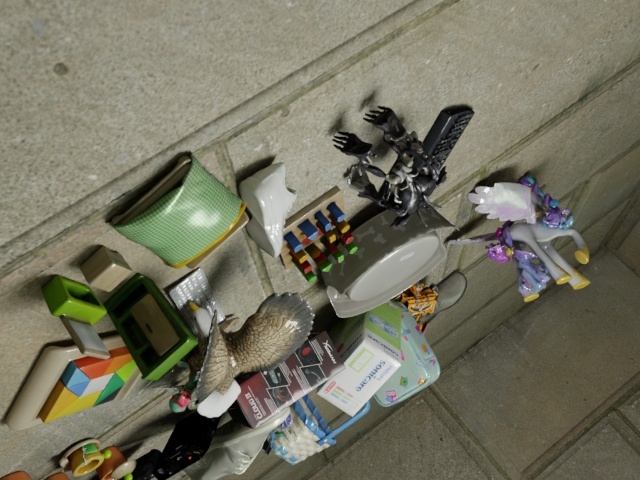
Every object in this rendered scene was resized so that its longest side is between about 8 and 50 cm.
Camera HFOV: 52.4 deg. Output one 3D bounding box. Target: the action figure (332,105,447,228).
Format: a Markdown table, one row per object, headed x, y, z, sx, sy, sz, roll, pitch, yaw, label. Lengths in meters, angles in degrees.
| x | y | z | sx | sy | sz | roll | pitch | yaw | label |
| --- | --- | --- | --- | --- | --- | --- | --- | --- | --- |
| 0.137 | -0.135 | 1.211 | 0.164 | 0.141 | 0.276 | -43 | 140 | 1 | action figure |

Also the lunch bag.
| x | y | z | sx | sy | sz | roll | pitch | yaw | label |
| --- | --- | --- | --- | --- | --- | --- | --- | --- | --- |
| 0.197 | 0.326 | 1.898 | 0.224 | 0.279 | 0.107 | -41 | 157 | 29 | lunch bag |

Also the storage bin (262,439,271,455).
| x | y | z | sx | sy | sz | roll | pitch | yaw | label |
| --- | --- | --- | --- | --- | --- | --- | --- | --- | --- |
| -0.156 | 0.559 | 1.960 | 0.135 | 0.091 | 0.098 | -53 | 170 | -42 | storage bin |

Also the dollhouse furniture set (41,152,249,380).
| x | y | z | sx | sy | sz | roll | pitch | yaw | label |
| --- | --- | --- | --- | --- | --- | --- | --- | --- | --- |
| -0.226 | 0.049 | 0.982 | 0.301 | 0.151 | 0.197 | -42 | 155 | 2 | dollhouse furniture set |

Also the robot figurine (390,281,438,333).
| x | y | z | sx | sy | sz | roll | pitch | yaw | label |
| --- | --- | --- | --- | --- | --- | --- | --- | --- | --- |
| 0.269 | 0.249 | 2.040 | 0.211 | 0.085 | 0.291 | -6 | 133 | -27 | robot figurine |

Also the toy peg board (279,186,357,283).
| x | y | z | sx | sy | sz | roll | pitch | yaw | label |
| --- | --- | --- | --- | --- | --- | --- | --- | --- | --- |
| 0.000 | 0.000 | 1.308 | 0.161 | 0.079 | 0.161 | -36 | 155 | -11 | toy peg board |

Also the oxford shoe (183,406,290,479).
| x | y | z | sx | sy | sz | roll | pitch | yaw | label |
| --- | --- | --- | --- | --- | --- | --- | --- | --- | --- |
| -0.214 | 0.539 | 1.711 | 0.449 | 0.130 | 0.169 | -39 | 173 | 35 | oxford shoe |

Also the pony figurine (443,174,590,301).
| x | y | z | sx | sy | sz | roll | pitch | yaw | label |
| --- | --- | --- | --- | --- | --- | --- | --- | --- | --- |
| 0.571 | -0.018 | 1.847 | 0.350 | 0.364 | 0.303 | -11 | 153 | -21 | pony figurine |

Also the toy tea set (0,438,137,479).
| x | y | z | sx | sy | sz | roll | pitch | yaw | label |
| --- | --- | --- | --- | --- | --- | --- | --- | --- | --- |
| -0.542 | 0.541 | 1.384 | 0.336 | 0.124 | 0.200 | -20 | 148 | -37 | toy tea set |

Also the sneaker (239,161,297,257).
| x | y | z | sx | sy | sz | roll | pitch | yaw | label |
| --- | --- | --- | --- | --- | --- | --- | --- | --- | --- |
| -0.077 | -0.050 | 1.130 | 0.094 | 0.080 | 0.212 | -43 | 157 | -23 | sneaker |

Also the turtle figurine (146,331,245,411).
| x | y | z | sx | sy | sz | roll | pitch | yaw | label |
| --- | --- | --- | --- | --- | --- | --- | --- | --- | --- |
| -0.264 | 0.303 | 1.408 | 0.234 | 0.118 | 0.175 | -28 | 153 | -38 | turtle figurine |

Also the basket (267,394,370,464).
| x | y | z | sx | sy | sz | roll | pitch | yaw | label |
| --- | --- | --- | --- | --- | --- | --- | --- | --- | --- |
| -0.033 | 0.458 | 1.802 | 0.289 | 0.255 | 0.201 | -39 | 138 | -6 | basket |

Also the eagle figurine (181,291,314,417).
| x | y | z | sx | sy | sz | roll | pitch | yaw | label |
| --- | --- | --- | --- | --- | --- | --- | --- | --- | --- |
| -0.174 | 0.204 | 1.208 | 0.225 | 0.226 | 0.298 | 33 | 153 | -29 | eagle figurine |

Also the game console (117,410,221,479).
| x | y | z | sx | sy | sz | roll | pitch | yaw | label |
| --- | --- | --- | --- | --- | --- | --- | --- | --- | --- |
| -0.402 | 0.531 | 1.568 | 0.361 | 0.044 | 0.213 | -32 | -170 | 10 | game console |

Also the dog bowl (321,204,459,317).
| x | y | z | sx | sy | sz | roll | pitch | yaw | label |
| --- | --- | --- | --- | --- | --- | --- | --- | --- | --- |
| 0.155 | 0.040 | 1.522 | 0.348 | 0.102 | 0.349 | -29 | 159 | -13 | dog bowl |

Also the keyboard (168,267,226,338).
| x | y | z | sx | sy | sz | roll | pitch | yaw | label |
| --- | --- | --- | --- | --- | --- | --- | --- | --- | --- |
| -0.235 | 0.131 | 1.271 | 0.072 | 0.014 | 0.256 | -34 | 155 | -14 | keyboard |

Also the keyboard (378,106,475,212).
| x | y | z | sx | sy | sz | roll | pitch | yaw | label |
| --- | --- | --- | --- | --- | --- | --- | --- | --- | --- |
| 0.212 | -0.151 | 1.415 | 0.201 | 0.033 | 0.317 | -17 | 146 | -40 | keyboard |

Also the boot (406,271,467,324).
| x | y | z | sx | sy | sz | roll | pitch | yaw | label |
| --- | --- | --- | --- | --- | --- | --- | --- | --- | --- |
| 0.378 | 0.188 | 2.158 | 0.246 | 0.083 | 0.161 | -44 | 149 | 5 | boot |

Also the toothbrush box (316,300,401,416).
| x | y | z | sx | sy | sz | roll | pitch | yaw | label |
| --- | --- | --- | --- | --- | --- | --- | --- | --- | --- |
| 0.107 | 0.284 | 1.715 | 0.206 | 0.122 | 0.283 | -52 | -169 | 24 | toothbrush box |

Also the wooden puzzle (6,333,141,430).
| x | y | z | sx | sy | sz | roll | pitch | yaw | label |
| --- | --- | --- | --- | --- | --- | --- | --- | --- | --- |
| -0.417 | 0.253 | 1.181 | 0.238 | 0.044 | 0.221 | -2 | 136 | -53 | wooden puzzle |

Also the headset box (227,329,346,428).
| x | y | z | sx | sy | sz | roll | pitch | yaw | label |
| --- | --- | --- | --- | --- | --- | --- | --- | --- | --- |
| -0.115 | 0.339 | 1.574 | 0.293 | 0.110 | 0.218 | -30 | -179 | -21 | headset box |
